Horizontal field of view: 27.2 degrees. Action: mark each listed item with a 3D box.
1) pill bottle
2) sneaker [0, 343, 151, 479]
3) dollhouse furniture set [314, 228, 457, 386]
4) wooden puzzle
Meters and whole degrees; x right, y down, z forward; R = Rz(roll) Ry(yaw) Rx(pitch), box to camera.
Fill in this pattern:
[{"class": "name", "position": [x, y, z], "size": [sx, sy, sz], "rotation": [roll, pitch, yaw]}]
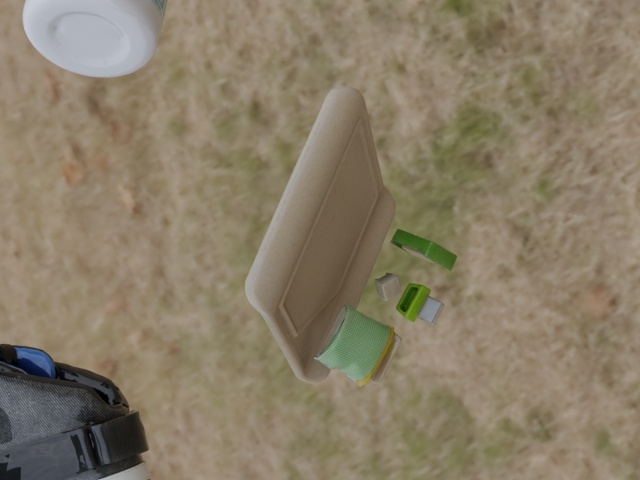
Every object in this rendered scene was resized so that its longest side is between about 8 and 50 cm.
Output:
[{"class": "pill bottle", "position": [-0.230, -0.320, 1.456], "size": [0.146, 0.146, 0.264], "rotation": [116, 164, -56]}, {"class": "sneaker", "position": [-0.175, 0.112, 0.643], "size": [0.216, 0.079, 0.121], "rotation": [-8, 89, 18]}, {"class": "dollhouse furniture set", "position": [0.068, 0.069, 1.239], "size": [0.076, 0.152, 0.058], "rotation": [29, 178, -36]}, {"class": "wooden puzzle", "position": [0.000, 0.000, 1.238], "size": [0.044, 0.221, 0.239], "rotation": [16, 161, 19]}]
